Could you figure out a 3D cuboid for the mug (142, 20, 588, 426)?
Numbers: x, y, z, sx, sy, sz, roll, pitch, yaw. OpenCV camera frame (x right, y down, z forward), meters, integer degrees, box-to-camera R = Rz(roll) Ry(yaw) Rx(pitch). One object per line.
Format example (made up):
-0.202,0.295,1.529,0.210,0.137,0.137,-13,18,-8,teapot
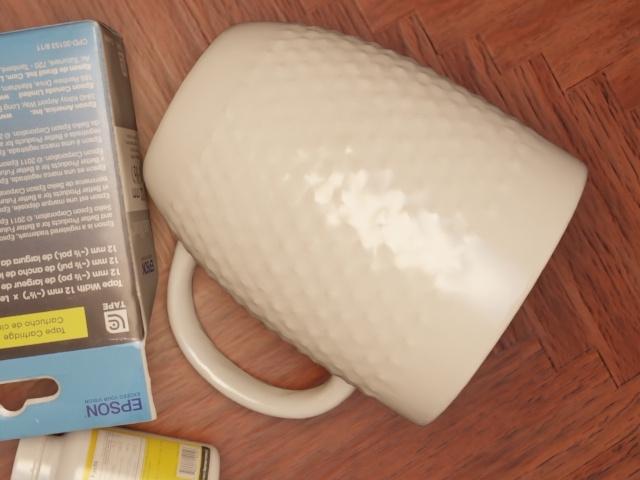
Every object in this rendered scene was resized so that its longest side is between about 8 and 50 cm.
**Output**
0.000,0.000,1.043,0.328,0.276,0.374,32,114,2,mug

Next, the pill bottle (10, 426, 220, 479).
-0.192,0.226,1.070,0.184,0.103,0.103,12,88,-10,pill bottle

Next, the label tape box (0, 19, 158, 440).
-0.283,-0.003,1.031,0.249,0.115,0.348,-8,94,2,label tape box
